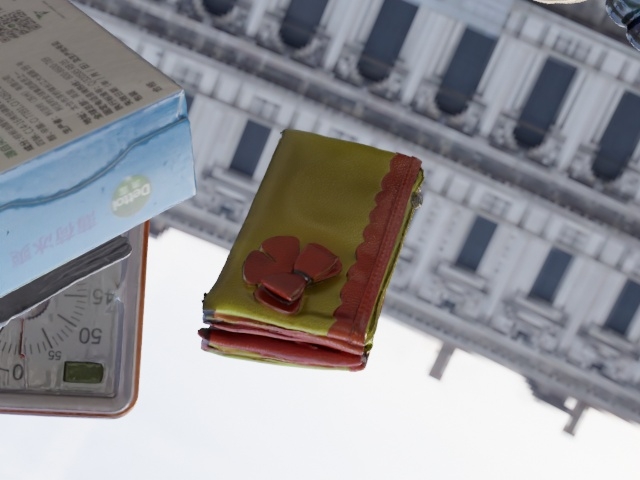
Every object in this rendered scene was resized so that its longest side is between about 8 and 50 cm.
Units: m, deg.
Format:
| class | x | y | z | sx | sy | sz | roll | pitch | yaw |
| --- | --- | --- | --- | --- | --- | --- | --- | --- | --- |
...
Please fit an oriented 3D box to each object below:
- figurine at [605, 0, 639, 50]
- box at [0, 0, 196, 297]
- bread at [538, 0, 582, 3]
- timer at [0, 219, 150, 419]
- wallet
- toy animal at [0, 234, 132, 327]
| class | x | y | z | sx | sy | sz | roll | pitch | yaw |
| --- | --- | --- | --- | --- | --- | --- | --- | --- | --- |
| figurine | 0.235 | -0.180 | 0.795 | 0.087 | 0.149 | 0.086 | -8 | -117 | -51 |
| box | -0.175 | -0.067 | 0.677 | 0.139 | 0.073 | 0.194 | -30 | -131 | -27 |
| bread | 0.194 | -0.260 | 1.038 | 0.122 | 0.149 | 0.073 | 23 | -165 | 14 |
| timer | -0.316 | 0.070 | 1.441 | 0.257 | 0.250 | 0.161 | 3 | 157 | -2 |
| wallet | 0.000 | 0.000 | 1.092 | 0.141 | 0.067 | 0.241 | 10 | -136 | 10 |
| toy animal | -0.300 | 0.079 | 0.909 | 0.081 | 0.367 | 0.206 | 48 | 171 | 14 |
